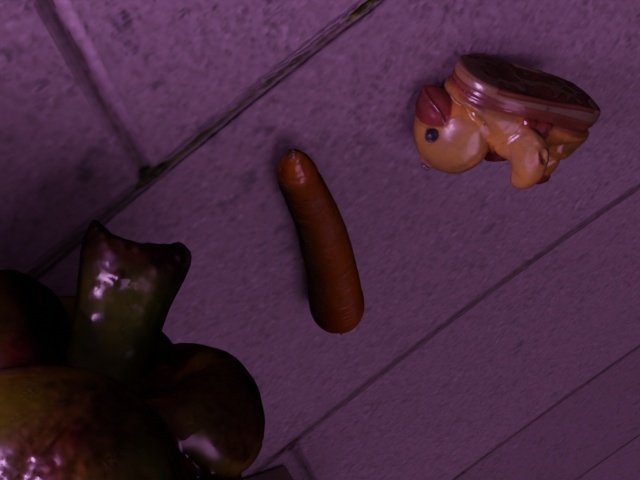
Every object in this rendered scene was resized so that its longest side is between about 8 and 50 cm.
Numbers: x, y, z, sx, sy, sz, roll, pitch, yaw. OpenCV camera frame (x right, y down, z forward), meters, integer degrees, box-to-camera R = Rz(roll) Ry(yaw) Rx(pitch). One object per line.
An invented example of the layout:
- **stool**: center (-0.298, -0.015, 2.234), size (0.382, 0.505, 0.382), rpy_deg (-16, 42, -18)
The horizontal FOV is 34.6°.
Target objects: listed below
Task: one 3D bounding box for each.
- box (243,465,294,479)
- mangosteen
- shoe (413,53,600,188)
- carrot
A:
- **box**: center (-0.115, 0.270, 0.844), size (0.201, 0.058, 0.141), rpy_deg (-11, 142, -38)
- **mangosteen**: center (-0.140, 0.135, 0.467), size (0.233, 0.287, 0.287), rpy_deg (-2, 152, 12)
- **shoe**: center (0.109, -0.064, 0.601), size (0.109, 0.072, 0.069), rpy_deg (-10, 136, -38)
- **carrot**: center (0.000, 0.000, 0.619), size (0.037, 0.037, 0.190), rpy_deg (-30, 146, -11)
